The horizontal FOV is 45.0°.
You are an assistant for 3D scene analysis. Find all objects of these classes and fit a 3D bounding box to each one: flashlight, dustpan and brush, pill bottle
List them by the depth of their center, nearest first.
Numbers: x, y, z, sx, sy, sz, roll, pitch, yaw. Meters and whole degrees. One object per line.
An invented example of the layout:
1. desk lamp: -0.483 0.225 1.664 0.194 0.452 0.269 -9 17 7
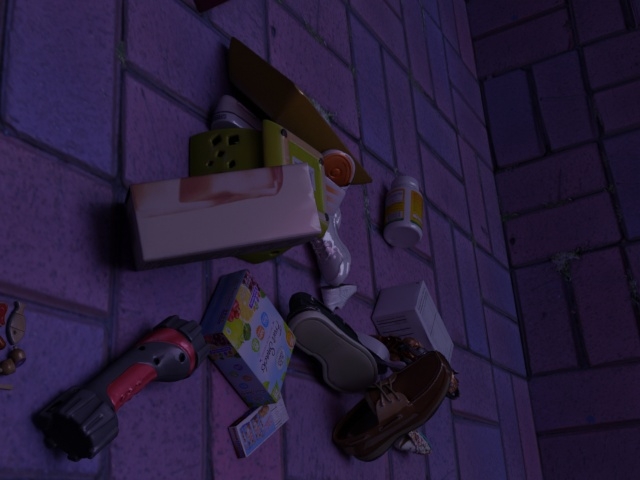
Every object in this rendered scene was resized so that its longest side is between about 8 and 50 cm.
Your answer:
1. flashlight: -0.281 0.220 1.170 0.304 0.103 0.103 -47 121 -61
2. dustpan and brush: 0.137 0.280 1.849 0.147 0.211 0.060 57 48 -31
3. pill bottle: 0.253 -0.091 2.347 0.117 0.117 0.209 48 37 -42

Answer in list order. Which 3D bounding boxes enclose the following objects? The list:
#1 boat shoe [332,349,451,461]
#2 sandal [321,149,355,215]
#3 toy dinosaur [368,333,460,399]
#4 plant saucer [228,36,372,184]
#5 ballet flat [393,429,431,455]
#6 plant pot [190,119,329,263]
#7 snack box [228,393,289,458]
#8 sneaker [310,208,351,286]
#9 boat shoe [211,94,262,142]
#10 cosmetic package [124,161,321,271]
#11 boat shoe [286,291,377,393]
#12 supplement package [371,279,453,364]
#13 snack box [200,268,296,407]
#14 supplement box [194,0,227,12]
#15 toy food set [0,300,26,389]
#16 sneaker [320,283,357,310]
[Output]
1. boat shoe: 0.155 0.371 1.726 0.119 0.324 0.123 30 19 -34
2. sandal: -0.010 -0.076 1.674 0.101 0.265 0.076 22 32 -26
3. toy dinosaur: 0.237 0.306 1.920 0.218 0.164 0.322 57 3 -37
4. plant saucer: -0.066 -0.269 1.725 0.333 0.081 0.333 47 0 -44
5. ballet flat: 0.208 0.496 2.017 0.077 0.091 0.241 -46 118 -25
6. plant pot: -0.113 -0.103 1.547 0.228 0.207 0.227 27 54 -55
7. snack box: -0.117 0.354 1.503 0.178 0.022 0.064 -26 101 -63
8. sneaker: 0.000 0.000 1.864 0.115 0.090 0.232 20 50 -51
9. boat shoe: -0.137 -0.218 1.694 0.267 0.096 0.088 35 51 -41
10. cosmetic package: -0.167 -0.039 1.294 0.296 0.153 0.129 -8 83 -20
11. boat shoe: 0.021 0.228 1.737 0.340 0.127 0.113 44 17 -42
12. supplement package: 0.261 0.255 2.162 0.244 0.133 0.139 62 29 -24
13. snack box: -0.138 0.189 1.497 0.207 0.070 0.175 59 30 -32
14. supplement box: -0.206 -0.583 1.730 0.081 0.104 0.188 65 29 -19
15. toy food set: -0.423 0.134 1.029 0.078 0.019 0.122 29 52 -55
16. sneaker: 0.044 0.138 1.907 0.152 0.053 0.061 -7 98 -60
